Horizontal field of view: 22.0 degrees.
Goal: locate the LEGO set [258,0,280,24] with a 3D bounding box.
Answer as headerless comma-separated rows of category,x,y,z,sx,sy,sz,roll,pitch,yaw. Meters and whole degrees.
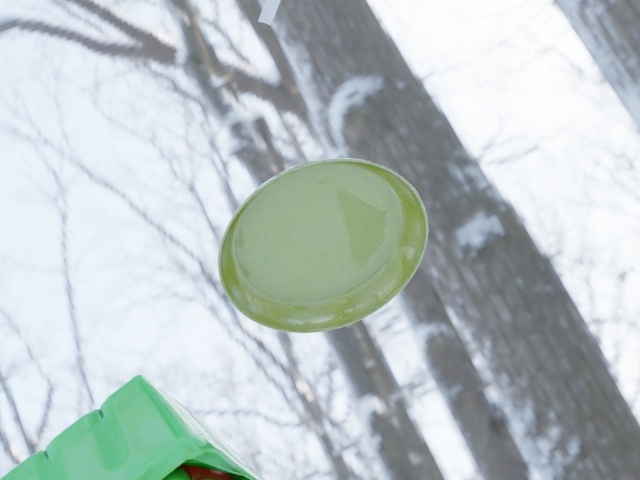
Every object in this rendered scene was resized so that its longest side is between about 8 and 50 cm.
LEGO set,0.027,-0.291,1.196,0.060,0.182,0.244,20,-54,-5

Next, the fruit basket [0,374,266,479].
fruit basket,-0.211,0.378,1.810,0.392,0.392,0.283,-31,-36,8

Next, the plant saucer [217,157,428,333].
plant saucer,0.000,0.000,1.835,0.241,0.037,0.241,-9,-51,-12
